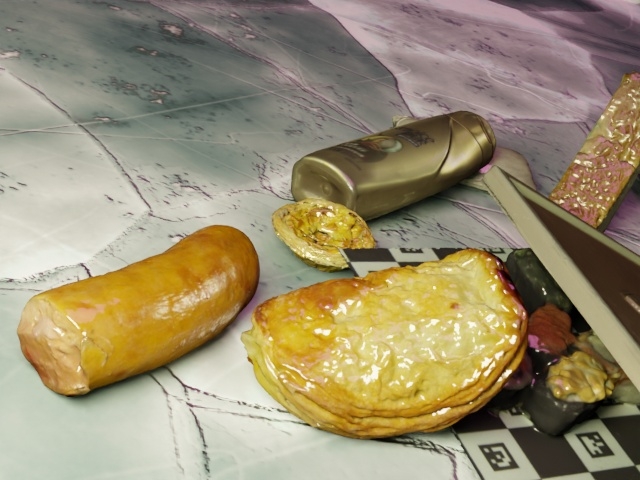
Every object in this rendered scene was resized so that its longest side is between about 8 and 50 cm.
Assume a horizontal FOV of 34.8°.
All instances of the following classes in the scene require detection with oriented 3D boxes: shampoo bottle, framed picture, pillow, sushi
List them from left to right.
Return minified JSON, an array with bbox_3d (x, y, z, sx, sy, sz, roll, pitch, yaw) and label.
[{"bbox_3d":[0.116,-0.105,1.377,0.125,0.084,0.350,34,36,32],"label":"shampoo bottle"},{"bbox_3d":[0.218,-0.123,1.550,0.230,0.050,0.148,14,36,-7],"label":"pillow"},{"bbox_3d":[0.242,0.100,1.091,0.343,0.064,0.359,1,39,-31],"label":"sushi"},{"bbox_3d":[0.379,0.102,1.137,0.326,0.028,0.446,26,23,-31],"label":"framed picture"}]

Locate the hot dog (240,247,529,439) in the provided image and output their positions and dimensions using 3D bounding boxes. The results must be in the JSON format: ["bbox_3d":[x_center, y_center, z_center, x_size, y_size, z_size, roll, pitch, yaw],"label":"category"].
[{"bbox_3d":[0.060,0.098,0.962,0.259,0.114,0.175,-13,45,-5],"label":"hot dog"}]

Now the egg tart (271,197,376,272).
[{"bbox_3d":[0.000,0.000,1.187,0.129,0.049,0.129,13,33,-8],"label":"egg tart"}]

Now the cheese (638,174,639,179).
[{"bbox_3d":[0.592,-0.086,1.719,0.145,0.038,0.095,41,36,26],"label":"cheese"}]

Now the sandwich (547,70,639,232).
[{"bbox_3d":[0.412,-0.087,1.529,0.100,0.288,0.254,31,-15,10],"label":"sandwich"}]

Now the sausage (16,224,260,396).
[{"bbox_3d":[-0.146,0.056,0.940,0.109,0.109,0.270,30,30,22],"label":"sausage"}]
